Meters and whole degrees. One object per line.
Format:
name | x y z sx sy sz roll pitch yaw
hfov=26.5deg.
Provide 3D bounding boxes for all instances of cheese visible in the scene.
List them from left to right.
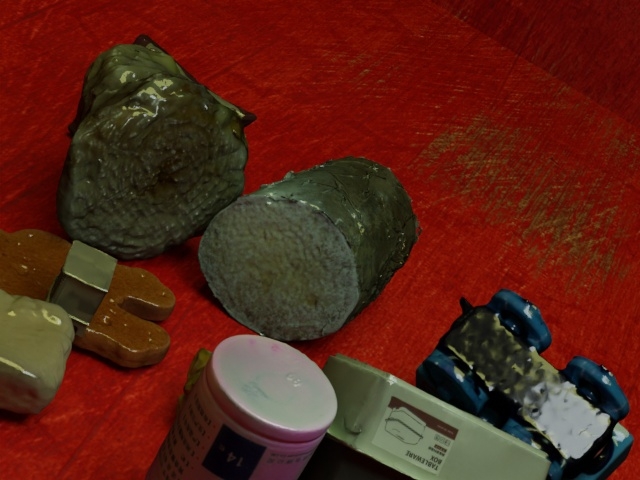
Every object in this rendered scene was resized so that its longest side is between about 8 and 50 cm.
cheese | -0.427 0.114 1.599 0.263 0.093 0.159 21 27 -12

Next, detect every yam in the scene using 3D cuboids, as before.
yam | 0.000 0.000 2.049 0.241 0.241 0.348 36 27 11

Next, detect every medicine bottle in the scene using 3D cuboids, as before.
medicine bottle | -0.101 0.246 1.507 0.152 0.254 0.152 21 29 -13

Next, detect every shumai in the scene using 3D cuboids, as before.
shumai | -0.284 -0.149 1.956 0.304 0.309 0.263 -22 49 -23

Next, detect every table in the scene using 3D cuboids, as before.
table | -0.305 0.061 1.704 0.062 0.083 0.079 26 29 -12

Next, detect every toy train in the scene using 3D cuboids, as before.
toy train | 0.275 0.223 1.882 0.188 0.265 0.300 -42 67 -14

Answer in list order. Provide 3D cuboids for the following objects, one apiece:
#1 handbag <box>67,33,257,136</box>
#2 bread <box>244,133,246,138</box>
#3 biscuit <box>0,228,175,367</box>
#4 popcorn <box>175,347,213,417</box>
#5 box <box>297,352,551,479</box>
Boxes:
handbag | -0.256 -0.185 2.146 0.235 0.213 0.127 38 -7 11
bread | -0.253 -0.211 2.327 0.267 0.040 0.267 22 30 -14
biscuit | -0.350 0.066 1.792 0.333 0.047 0.202 22 29 -18
popcorn | -0.115 0.198 1.725 0.145 0.126 0.125 -24 31 -38
box | 0.108 0.262 1.592 0.290 0.166 0.220 29 -5 -19
